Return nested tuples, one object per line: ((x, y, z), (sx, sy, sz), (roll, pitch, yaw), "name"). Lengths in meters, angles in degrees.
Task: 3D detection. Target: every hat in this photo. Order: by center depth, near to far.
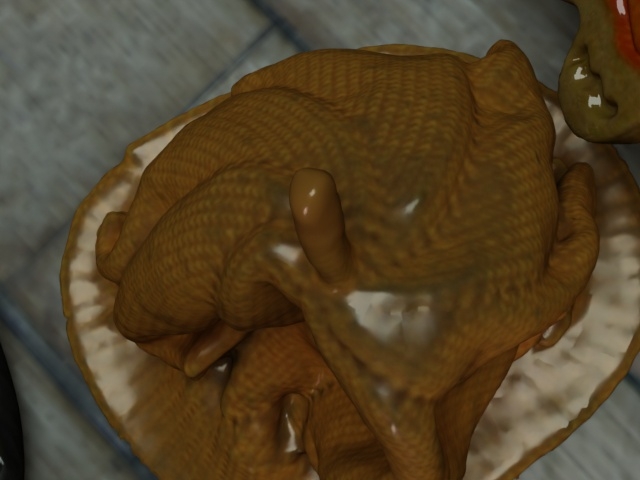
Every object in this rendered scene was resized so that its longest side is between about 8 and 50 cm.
((0.000, 0.000, 0.554), (0.244, 0.233, 0.234), (28, 84, 9), "hat")

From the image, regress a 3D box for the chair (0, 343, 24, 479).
((-0.293, 0.068, 0.489), (0.362, 0.410, 0.365), (-44, 79, -1), "chair")

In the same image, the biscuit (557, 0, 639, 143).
((0.130, -0.113, 0.536), (0.166, 0.036, 0.226), (-46, 51, 36), "biscuit")
